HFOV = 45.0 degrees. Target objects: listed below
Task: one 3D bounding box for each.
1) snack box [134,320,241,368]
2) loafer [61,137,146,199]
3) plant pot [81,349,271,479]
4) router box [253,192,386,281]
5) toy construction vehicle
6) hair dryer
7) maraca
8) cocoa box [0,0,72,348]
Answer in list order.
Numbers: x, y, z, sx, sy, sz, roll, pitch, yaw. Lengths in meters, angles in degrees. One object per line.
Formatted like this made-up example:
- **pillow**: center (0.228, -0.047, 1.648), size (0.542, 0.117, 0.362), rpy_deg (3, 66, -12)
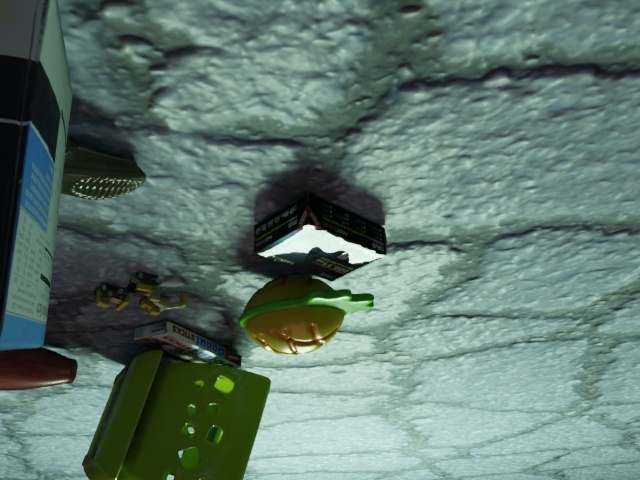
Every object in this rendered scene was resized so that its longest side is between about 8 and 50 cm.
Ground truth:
- **snack box**: center (-0.197, 0.164, 1.171), size (0.064, 0.022, 0.178), rpy_deg (-16, 149, 27)
- **loafer**: center (-0.232, -0.071, 0.716), size (0.148, 0.050, 0.056), rpy_deg (2, 159, -40)
- **plant pot**: center (-0.230, 0.295, 1.182), size (0.207, 0.227, 0.228), rpy_deg (23, 155, -14)
- **router box**: center (0.000, 0.000, 0.863), size (0.122, 0.038, 0.092), rpy_deg (22, 144, -37)
- **toy construction vehicle**: center (-0.232, 0.077, 0.998), size (0.098, 0.035, 0.086), rpy_deg (21, 144, -35)
- **hair dryer**: center (-0.517, 0.189, 1.182), size (0.293, 0.080, 0.223), rpy_deg (2, 168, 6)
- **maraca**: center (-0.019, 0.088, 0.956), size (0.185, 0.099, 0.127), rpy_deg (-21, 160, 39)
- **cocoa box**: center (-0.353, -0.050, 0.495), size (0.347, 0.228, 0.231), rpy_deg (6, 171, -13)
